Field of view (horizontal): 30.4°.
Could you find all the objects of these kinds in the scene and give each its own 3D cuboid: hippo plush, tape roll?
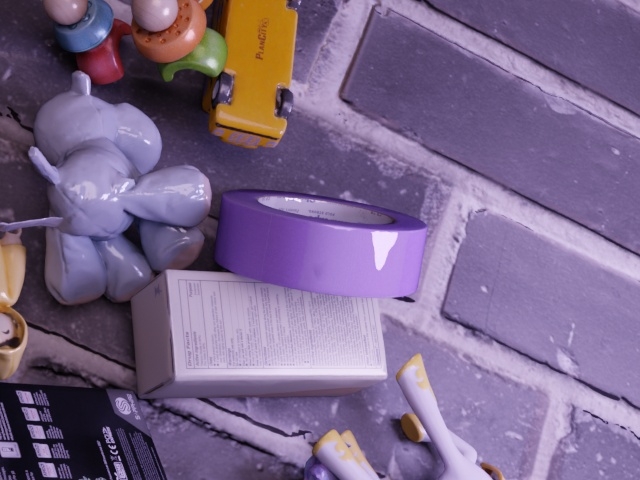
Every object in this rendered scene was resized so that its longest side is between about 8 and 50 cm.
[{"bbox_3d":[-0.305,-0.069,1.534,0.294,0.234,0.236,10,35,-36],"label":"hippo plush"},{"bbox_3d":[0.000,0.000,1.555,0.275,0.275,0.090,7,100,-19],"label":"tape roll"}]

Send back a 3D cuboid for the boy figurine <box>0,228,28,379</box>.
[{"bbox_3d":[-0.438,0.035,1.433,0.177,0.092,0.285,-10,71,-37],"label":"boy figurine"}]

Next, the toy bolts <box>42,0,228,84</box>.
[{"bbox_3d":[-0.257,-0.325,1.593,0.229,0.158,0.218,-7,64,17],"label":"toy bolts"}]

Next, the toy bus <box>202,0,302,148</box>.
[{"bbox_3d":[-0.101,-0.287,1.707,0.108,0.130,0.332,12,67,-18],"label":"toy bus"}]

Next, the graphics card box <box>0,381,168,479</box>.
[{"bbox_3d":[-0.353,0.263,1.298,0.371,0.094,0.232,8,35,-36],"label":"graphics card box"}]

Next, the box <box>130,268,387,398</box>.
[{"bbox_3d":[-0.079,0.126,1.539,0.311,0.121,0.147,5,69,-30],"label":"box"}]

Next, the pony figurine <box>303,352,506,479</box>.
[{"bbox_3d":[0.155,0.369,1.511,0.363,0.302,0.351,43,52,15],"label":"pony figurine"}]
